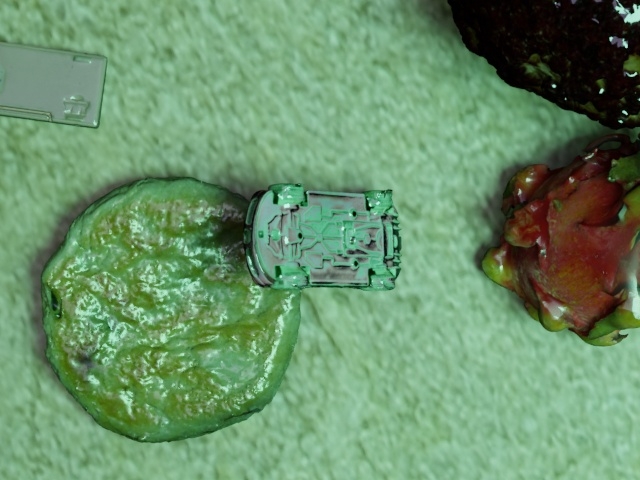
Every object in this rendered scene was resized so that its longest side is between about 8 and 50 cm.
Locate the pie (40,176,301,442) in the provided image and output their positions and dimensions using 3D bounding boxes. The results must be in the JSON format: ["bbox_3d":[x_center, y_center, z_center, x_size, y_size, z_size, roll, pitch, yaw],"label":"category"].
[{"bbox_3d":[-0.103,0.048,0.907,0.187,0.041,0.187,0,91,-2],"label":"pie"}]

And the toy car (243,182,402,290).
[{"bbox_3d":[0.000,0.000,0.877,0.142,0.055,0.069,3,84,-44],"label":"toy car"}]

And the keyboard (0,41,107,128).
[{"bbox_3d":[-0.233,-0.111,0.913,0.166,0.017,0.055,7,86,-2],"label":"keyboard"}]

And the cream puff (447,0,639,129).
[{"bbox_3d":[0.193,-0.172,0.834,0.239,0.165,0.239,0,50,0],"label":"cream puff"}]

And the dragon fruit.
[{"bbox_3d":[0.207,-0.014,0.873,0.133,0.207,0.150,36,46,-15],"label":"dragon fruit"}]
